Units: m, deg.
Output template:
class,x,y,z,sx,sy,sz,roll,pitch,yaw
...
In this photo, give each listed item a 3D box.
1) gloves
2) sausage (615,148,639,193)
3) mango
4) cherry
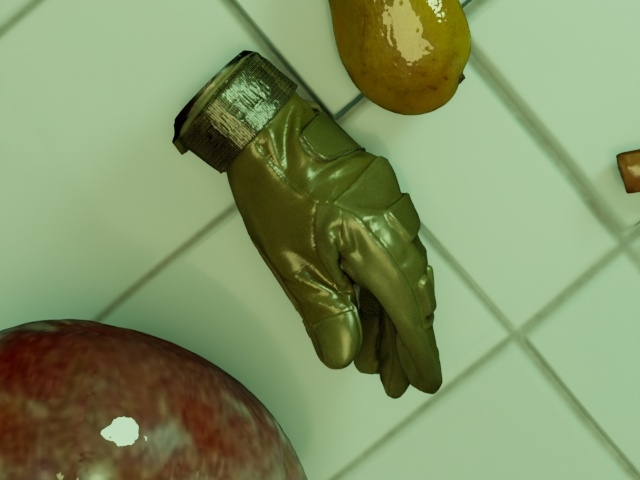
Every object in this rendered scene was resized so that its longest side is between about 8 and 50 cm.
class,x,y,z,sx,sy,sz,roll,pitch,yaw
gloves,0.011,-0.011,1.678,0.141,0.154,0.331,-38,92,8
sausage,0.326,-0.071,1.723,0.131,0.041,0.039,-11,96,1
mango,0.067,-0.187,1.677,0.115,0.089,0.165,-11,98,11
cherry,-0.197,0.222,1.650,0.335,0.291,0.326,12,138,-43
